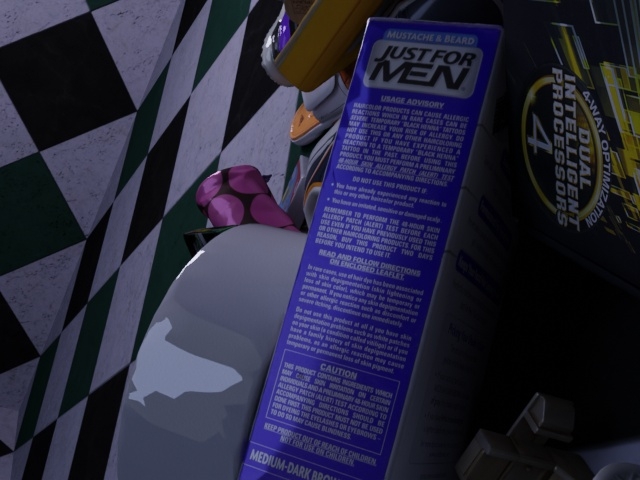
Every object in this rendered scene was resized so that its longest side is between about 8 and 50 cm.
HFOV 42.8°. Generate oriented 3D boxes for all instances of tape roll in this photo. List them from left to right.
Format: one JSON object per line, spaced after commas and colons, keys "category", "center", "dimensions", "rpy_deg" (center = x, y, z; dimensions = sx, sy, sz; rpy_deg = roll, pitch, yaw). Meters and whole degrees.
{"category": "tape roll", "center": [-0.038, 0.131, 0.670], "dimensions": [0.100, 0.286, 0.286], "rpy_deg": [11, 80, 24]}

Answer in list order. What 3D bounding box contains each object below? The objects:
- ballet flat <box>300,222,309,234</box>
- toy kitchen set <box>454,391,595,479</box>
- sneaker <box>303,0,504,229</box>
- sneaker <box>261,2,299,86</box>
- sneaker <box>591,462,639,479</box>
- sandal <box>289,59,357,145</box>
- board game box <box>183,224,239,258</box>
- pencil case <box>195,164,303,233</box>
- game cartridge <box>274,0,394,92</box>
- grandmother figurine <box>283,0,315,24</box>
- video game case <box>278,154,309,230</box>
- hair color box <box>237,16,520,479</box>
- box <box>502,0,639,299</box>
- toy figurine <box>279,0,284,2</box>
{"category": "ballet flat", "center": [0.000, 0.000, 0.961], "dimensions": [0.168, 0.052, 0.057], "rpy_deg": [25, 96, 67]}
{"category": "toy kitchen set", "center": [0.142, 0.143, 0.489], "dimensions": [0.068, 0.083, 0.075], "rpy_deg": [-62, 24, 21]}
{"category": "sneaker", "center": [0.077, -0.101, 0.781], "dimensions": [0.321, 0.126, 0.127], "rpy_deg": [122, 159, -48]}
{"category": "sneaker", "center": [0.007, -0.376, 1.200], "dimensions": [0.146, 0.102, 0.293], "rpy_deg": [-16, 62, 55]}
{"category": "sneaker", "center": [0.149, 0.273, 0.370], "dimensions": [0.292, 0.108, 0.169], "rpy_deg": [-93, 24, -50]}
{"category": "sandal", "center": [0.000, -0.201, 1.088], "dimensions": [0.265, 0.076, 0.102], "rpy_deg": [-33, 43, 55]}
{"category": "board game box", "center": [-0.074, 0.108, 0.876], "dimensions": [0.136, 0.030, 0.260], "rpy_deg": [-2, 110, 63]}
{"category": "pencil case", "center": [-0.051, 0.011, 0.889], "dimensions": [0.209, 0.095, 0.098], "rpy_deg": [55, 162, 32]}
{"category": "game cartridge", "center": [0.118, -0.300, 0.760], "dimensions": [0.323, 0.053, 0.285], "rpy_deg": [-43, 2, 45]}
{"category": "grandmother figurine", "center": [0.039, -0.433, 1.110], "dimensions": [0.104, 0.207, 0.342], "rpy_deg": [80, -157, -55]}
{"category": "video game case", "center": [-0.071, 0.035, 1.061], "dimensions": [0.204, 0.025, 0.285], "rpy_deg": [-98, 31, -77]}
{"category": "hair color box", "center": [0.065, 0.035, 0.597], "dimensions": [0.110, 0.185, 0.339], "rpy_deg": [13, 81, 26]}
{"category": "box", "center": [0.194, -0.149, 0.362], "dimensions": [0.318, 0.097, 0.395], "rpy_deg": [-136, 36, -63]}
{"category": "toy figurine", "center": [-0.085, -0.530, 1.370], "dimensions": [0.148, 0.209, 0.213], "rpy_deg": [177, 111, -72]}
